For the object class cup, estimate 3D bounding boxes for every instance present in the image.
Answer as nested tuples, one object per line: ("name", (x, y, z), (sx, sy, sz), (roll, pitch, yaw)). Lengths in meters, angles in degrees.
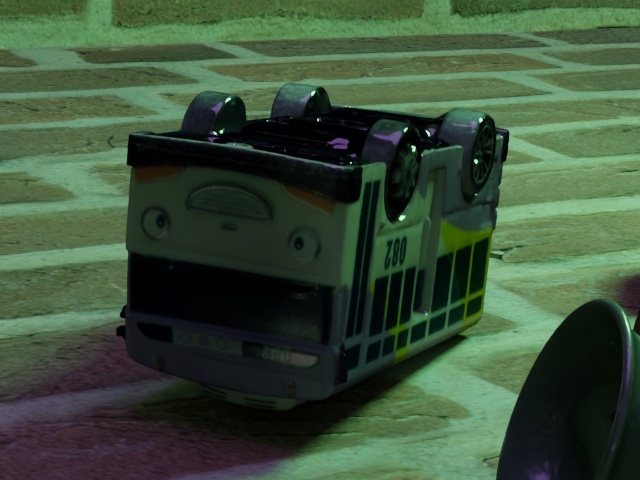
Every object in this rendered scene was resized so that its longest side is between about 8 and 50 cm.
("cup", (0.236, 0.158, 1.438), (0.150, 0.199, 0.199), (20, 12, -13))

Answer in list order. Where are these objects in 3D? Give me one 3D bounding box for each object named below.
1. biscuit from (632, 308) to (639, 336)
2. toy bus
("biscuit", (0.379, -0.033, 1.819), (0.078, 0.350, 0.455), (24, 28, 13))
("toy bus", (0.000, 0.000, 1.771), (0.209, 0.249, 0.440), (10, 10, 20))
